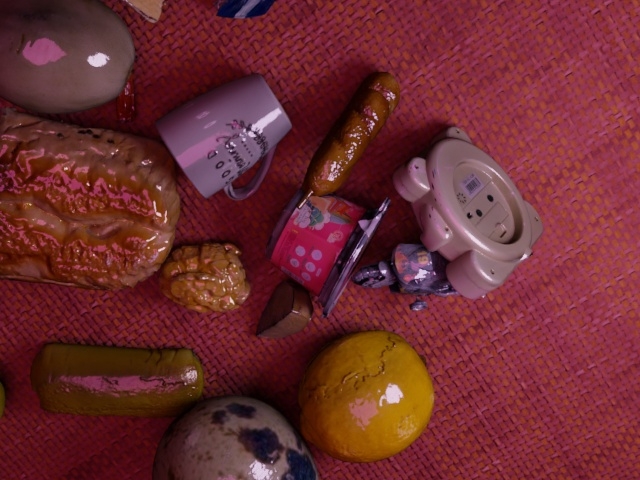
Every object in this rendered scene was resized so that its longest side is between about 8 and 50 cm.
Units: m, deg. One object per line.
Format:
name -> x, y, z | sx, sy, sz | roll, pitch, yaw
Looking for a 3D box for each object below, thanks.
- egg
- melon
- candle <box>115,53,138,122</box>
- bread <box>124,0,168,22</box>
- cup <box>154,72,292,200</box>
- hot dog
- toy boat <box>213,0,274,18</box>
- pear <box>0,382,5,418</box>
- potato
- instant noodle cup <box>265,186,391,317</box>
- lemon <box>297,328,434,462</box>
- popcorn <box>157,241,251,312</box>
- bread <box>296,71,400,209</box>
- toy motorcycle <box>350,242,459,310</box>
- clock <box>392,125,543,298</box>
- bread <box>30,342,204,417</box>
egg -> -0.175, 0.536, 1.865 | 0.345, 0.345, 0.428 | -23, 116, 5
melon -> -0.514, -0.369, 1.641 | 0.308, 0.272, 0.271 | -9, 107, -16
candle -> -0.400, -0.323, 1.763 | 0.048, 0.053, 0.162 | 0, 101, -2
bread -> -0.359, -0.529, 1.594 | 0.135, 0.178, 0.240 | -41, 133, 9
cup -> -0.174, -0.200, 1.759 | 0.234, 0.186, 0.258 | -31, 134, -1
hot dog -> -0.473, -0.068, 1.766 | 0.366, 0.196, 0.367 | 10, 111, -2
toy boat -> -0.163, -0.587, 1.686 | 0.210, 0.070, 0.291 | -27, 102, 3
pear -> -0.777, 0.339, 1.877 | 0.180, 0.166, 0.216 | 36, 117, 4
potato -> -0.065, 0.158, 1.902 | 0.089, 0.100, 0.172 | 18, 144, -24
instant noodle cup -> 0.000, 0.000, 1.781 | 0.182, 0.258, 0.302 | 29, 106, 4
lemon -> 0.096, 0.338, 1.852 | 0.297, 0.297, 0.297 | 0, 106, -2
popcorn -> -0.243, 0.079, 1.840 | 0.194, 0.140, 0.163 | 24, 109, -10
bread -> 0.053, -0.195, 1.725 | 0.084, 0.124, 0.344 | 36, 74, -9
toy motorcycle -> 0.221, 0.070, 1.802 | 0.307, 0.173, 0.108 | 5, 65, -32
clock -> 0.300, -0.066, 1.752 | 0.309, 0.284, 0.114 | 51, 138, -2
bread -> -0.454, 0.320, 1.914 | 0.384, 0.112, 0.166 | 3, 106, -3
